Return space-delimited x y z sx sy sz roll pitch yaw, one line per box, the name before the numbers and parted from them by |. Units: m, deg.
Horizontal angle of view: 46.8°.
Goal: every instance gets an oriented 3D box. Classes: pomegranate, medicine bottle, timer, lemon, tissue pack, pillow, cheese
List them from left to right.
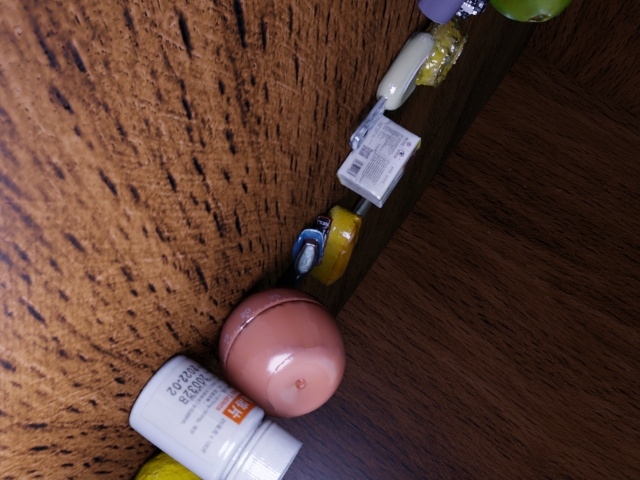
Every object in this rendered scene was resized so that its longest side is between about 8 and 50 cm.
lemon | -0.276 0.511 1.468 0.204 0.204 0.260 -58 174 12
medicine bottle | -0.164 0.303 1.168 0.144 0.252 0.144 -53 169 -15
timer | -0.070 0.202 1.353 0.229 0.230 0.215 -59 -148 14
pillow | 0.101 -0.073 1.935 0.217 0.033 0.130 -57 170 2
tissue pack | 0.118 -0.159 1.487 0.148 0.106 0.099 -56 170 -5
cheese | 0.124 -0.262 1.338 0.235 0.050 0.127 -55 172 -16
pomegranate | 0.430 -0.565 1.494 0.159 0.190 0.241 -6 135 -46

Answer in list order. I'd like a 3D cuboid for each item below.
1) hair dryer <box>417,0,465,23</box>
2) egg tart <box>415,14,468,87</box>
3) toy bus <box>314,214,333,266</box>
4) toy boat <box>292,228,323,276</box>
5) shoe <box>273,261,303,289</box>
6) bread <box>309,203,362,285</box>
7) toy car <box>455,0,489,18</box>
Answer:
hair dryer | 0.338 -0.491 1.196 0.361 0.121 0.301 -17 153 -41
egg tart | 0.232 -0.372 1.464 0.191 0.074 0.191 -57 171 -14
toy bus | 0.000 0.000 1.584 0.043 0.031 0.110 -26 132 -71
toy boat | -0.027 0.021 1.526 0.137 0.060 0.061 104 -3 -51
shoe | -0.063 0.134 1.622 0.241 0.093 0.108 -56 172 -14
bread | 0.033 0.014 1.712 0.102 0.094 0.245 -57 173 -35
toy car | 0.290 -0.484 1.338 0.070 0.080 0.170 -44 164 -55
